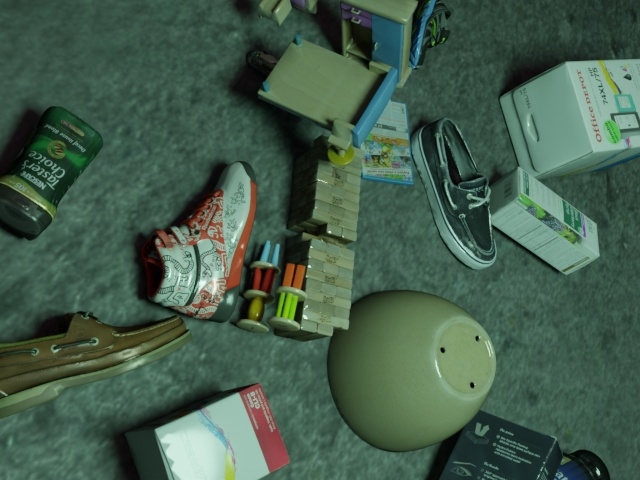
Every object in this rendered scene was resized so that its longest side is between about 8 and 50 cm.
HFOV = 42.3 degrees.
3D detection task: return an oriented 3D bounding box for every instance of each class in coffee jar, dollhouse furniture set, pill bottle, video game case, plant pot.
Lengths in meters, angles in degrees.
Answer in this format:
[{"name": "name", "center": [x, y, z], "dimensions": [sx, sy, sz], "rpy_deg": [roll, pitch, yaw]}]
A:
[{"name": "coffee jar", "center": [-0.394, -0.095, 1.173], "dimensions": [0.096, 0.079, 0.184], "rpy_deg": [35, 61, -20]}, {"name": "dollhouse furniture set", "center": [-0.004, -0.280, 1.432], "dimensions": [0.286, 0.198, 0.303], "rpy_deg": [24, 69, 13]}, {"name": "pill bottle", "center": [0.427, 0.463, 1.515], "dimensions": [0.219, 0.123, 0.123], "rpy_deg": [-13, 84, -35]}, {"name": "video game case", "center": [0.120, -0.190, 1.570], "dimensions": [0.119, 0.015, 0.166], "rpy_deg": [5, 73, -32]}, {"name": "plant pot", "center": [0.183, 0.208, 1.390], "dimensions": [0.284, 0.191, 0.284], "rpy_deg": [10, 71, -31]}]

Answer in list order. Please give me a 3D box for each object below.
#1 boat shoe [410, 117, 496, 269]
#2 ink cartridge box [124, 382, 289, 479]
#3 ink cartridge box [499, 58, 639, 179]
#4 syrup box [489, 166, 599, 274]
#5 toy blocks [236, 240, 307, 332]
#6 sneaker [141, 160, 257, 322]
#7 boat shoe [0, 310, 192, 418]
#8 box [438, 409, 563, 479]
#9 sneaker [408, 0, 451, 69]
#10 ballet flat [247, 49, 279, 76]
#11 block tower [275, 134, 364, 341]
[{"name": "boat shoe", "center": [0.277, -0.091, 1.588], "dimensions": [0.108, 0.102, 0.301], "rpy_deg": [-19, 87, -35]}, {"name": "ink cartridge box", "center": [-0.164, 0.297, 1.178], "dimensions": [0.176, 0.128, 0.127], "rpy_deg": [-19, 87, -36]}, {"name": "ink cartridge box", "center": [0.562, -0.256, 1.762], "dimensions": [0.270, 0.197, 0.198], "rpy_deg": [-10, 82, -34]}, {"name": "syrup box", "center": [0.452, -0.037, 1.679], "dimensions": [0.237, 0.096, 0.093], "rpy_deg": [31, 46, -21]}, {"name": "toy blocks", "center": [-0.069, 0.068, 1.310], "dimensions": [0.054, 0.123, 0.148], "rpy_deg": [31, 61, -41]}, {"name": "sneaker", "center": [-0.188, -0.017, 1.276], "dimensions": [0.145, 0.090, 0.270], "rpy_deg": [18, 70, -30]}, {"name": "boat shoe", "center": [-0.323, 0.145, 1.130], "dimensions": [0.307, 0.111, 0.104], "rpy_deg": [-18, 88, -35]}, {"name": "box", "center": [0.308, 0.394, 1.414], "dimensions": [0.158, 0.156, 0.093], "rpy_deg": [-59, 143, -20]}, {"name": "sneaker", "center": [0.222, -0.416, 1.668], "dimensions": [0.078, 0.067, 0.188], "rpy_deg": [32, 58, -14]}, {"name": "ballet flat", "center": [-0.074, -0.301, 1.462], "dimensions": [0.114, 0.041, 0.041], "rpy_deg": [27, 63, -24]}, {"name": "block tower", "center": [0.000, 0.000, 1.393], "dimensions": [0.091, 0.097, 0.335], "rpy_deg": [17, 70, -28]}]
